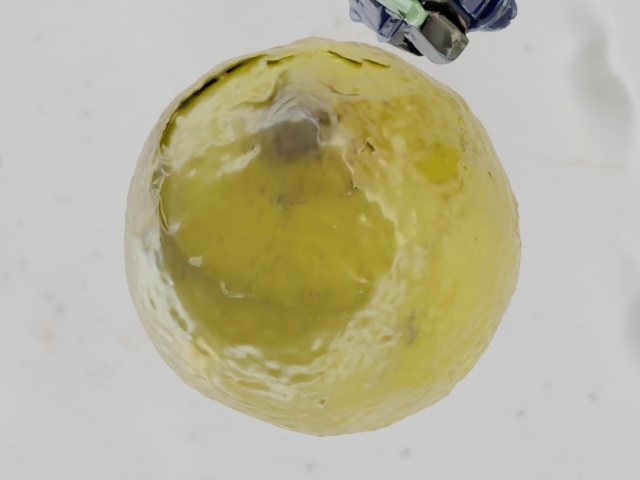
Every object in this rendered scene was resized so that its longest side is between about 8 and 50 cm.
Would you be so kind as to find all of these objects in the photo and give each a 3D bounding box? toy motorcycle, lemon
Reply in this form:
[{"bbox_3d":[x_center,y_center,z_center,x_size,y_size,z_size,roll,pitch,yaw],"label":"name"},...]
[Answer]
[{"bbox_3d":[0.075,-0.239,1.779,0.196,0.125,0.331,39,176,-22],"label":"toy motorcycle"},{"bbox_3d":[-0.001,0.000,0.876,0.193,0.181,0.180,-169,62,-76],"label":"lemon"}]
